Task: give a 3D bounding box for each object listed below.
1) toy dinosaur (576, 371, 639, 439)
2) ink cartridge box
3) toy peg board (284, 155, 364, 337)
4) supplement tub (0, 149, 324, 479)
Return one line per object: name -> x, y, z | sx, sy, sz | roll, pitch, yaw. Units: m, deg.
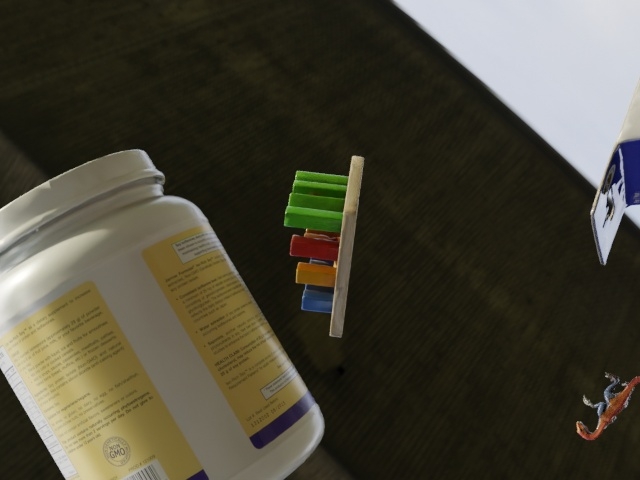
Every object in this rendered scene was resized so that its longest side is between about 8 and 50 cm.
toy dinosaur -> 0.339, 0.198, 1.101 | 0.047, 0.090, 0.082 | 32, -115, 1
ink cartridge box -> 0.319, -0.161, 0.785 | 0.069, 0.370, 0.176 | 21, 173, 23
toy peg board -> 0.000, 0.000, 1.082 | 0.079, 0.160, 0.161 | 7, -153, 2
supplement tub -> -0.173, 0.105, 0.896 | 0.241, 0.241, 0.331 | -28, -94, -48
